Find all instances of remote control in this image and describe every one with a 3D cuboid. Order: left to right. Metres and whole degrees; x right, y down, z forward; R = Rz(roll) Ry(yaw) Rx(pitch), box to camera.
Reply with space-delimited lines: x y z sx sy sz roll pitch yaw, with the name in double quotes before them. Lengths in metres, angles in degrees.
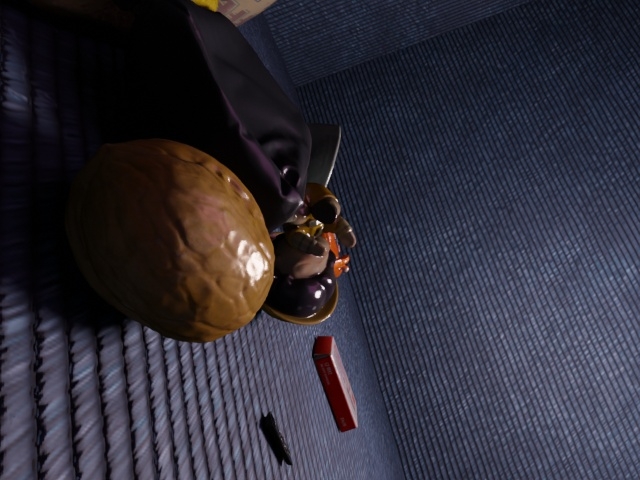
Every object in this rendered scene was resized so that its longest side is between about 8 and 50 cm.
"remote control" -0.065 0.306 0.658 0.034 0.016 0.091 -132 -159 -68

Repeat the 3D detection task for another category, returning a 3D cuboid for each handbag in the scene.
"handbag" -0.142 -0.154 0.567 0.275 0.178 0.302 51 16 -18

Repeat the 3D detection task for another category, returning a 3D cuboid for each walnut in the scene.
"walnut" -0.128 0.002 0.388 0.159 0.159 0.206 -97 161 -54

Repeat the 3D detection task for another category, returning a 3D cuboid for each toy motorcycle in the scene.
"toy motorcycle" 0.000 0.000 1.331 0.325 0.148 0.221 -98 175 -66

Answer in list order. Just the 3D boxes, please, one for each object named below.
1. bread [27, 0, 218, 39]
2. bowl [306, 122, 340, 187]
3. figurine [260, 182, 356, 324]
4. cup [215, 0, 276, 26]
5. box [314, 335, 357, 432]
"bread" -0.251 -0.406 0.464 0.333 0.143 0.323 -82 155 -73
"bowl" -0.063 -0.210 1.206 0.289 0.146 0.289 -161 -90 -78
"figurine" -0.039 0.023 0.754 0.167 0.192 0.256 38 -54 42
"cup" -0.185 -0.607 0.990 0.301 0.257 0.227 -80 154 -78
"box" 0.042 0.377 1.146 0.123 0.050 0.229 -78 149 -79
